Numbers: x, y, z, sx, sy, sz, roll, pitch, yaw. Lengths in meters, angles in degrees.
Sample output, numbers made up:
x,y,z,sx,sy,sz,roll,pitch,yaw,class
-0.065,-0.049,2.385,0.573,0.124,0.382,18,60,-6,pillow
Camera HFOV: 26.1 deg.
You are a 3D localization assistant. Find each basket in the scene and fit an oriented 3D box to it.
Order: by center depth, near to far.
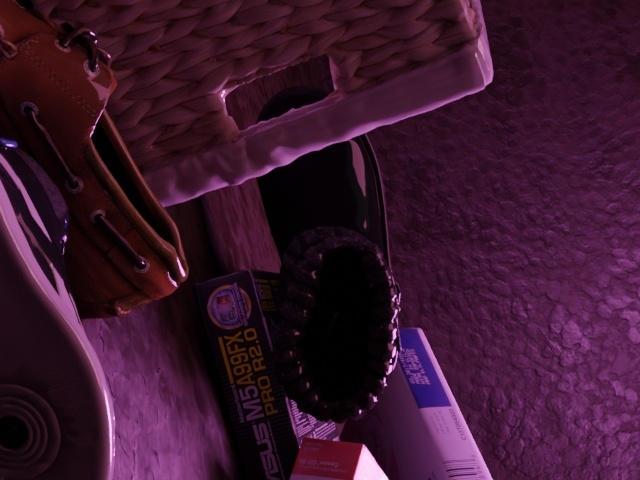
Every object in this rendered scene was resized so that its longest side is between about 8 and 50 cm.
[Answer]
x,y,z,sx,sy,sz,roll,pitch,yaw,class
-0.060,-0.244,1.145,0.331,0.328,0.266,-93,161,-57,basket

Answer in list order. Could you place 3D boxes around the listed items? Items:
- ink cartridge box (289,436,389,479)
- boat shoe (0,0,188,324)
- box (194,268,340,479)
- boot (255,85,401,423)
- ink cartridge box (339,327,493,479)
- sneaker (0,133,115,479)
x,y,z,sx,sy,sz,roll,pitch,yaw,class
0.002,0.292,1.237,0.115,0.067,0.198,60,41,-47,ink cartridge box
-0.168,-0.090,0.813,0.110,0.104,0.307,-94,166,-59,boat shoe
-0.046,0.142,1.423,0.270,0.060,0.216,17,57,-82,box
0.004,0.000,1.358,0.260,0.131,0.348,18,56,-82,boot
0.105,0.333,1.682,0.324,0.071,0.330,-114,-148,-44,ink cartridge box
-0.153,0.037,0.745,0.121,0.079,0.217,-64,136,-77,sneaker
